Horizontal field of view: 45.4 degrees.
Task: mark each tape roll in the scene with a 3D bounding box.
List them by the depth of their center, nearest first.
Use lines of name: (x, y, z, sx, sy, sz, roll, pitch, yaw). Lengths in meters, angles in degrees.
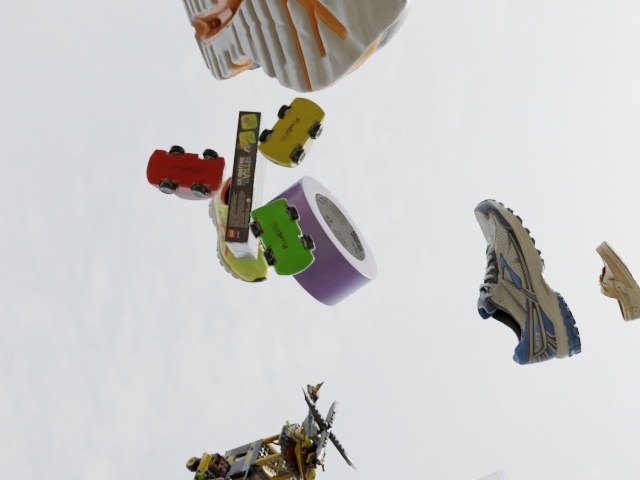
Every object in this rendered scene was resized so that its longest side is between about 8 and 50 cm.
tape roll: (0.000, 0.000, 1.159, 0.080, 0.189, 0.189, -36, -79, 15)

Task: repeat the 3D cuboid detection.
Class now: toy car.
toy car: (-0.073, -0.049, 0.952, 0.239, 0.053, 0.225, -23, -111, -8)

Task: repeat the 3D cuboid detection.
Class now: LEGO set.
LEGO set: (0.021, 0.331, 0.783, 0.192, 0.255, 0.331, -26, -73, 27)

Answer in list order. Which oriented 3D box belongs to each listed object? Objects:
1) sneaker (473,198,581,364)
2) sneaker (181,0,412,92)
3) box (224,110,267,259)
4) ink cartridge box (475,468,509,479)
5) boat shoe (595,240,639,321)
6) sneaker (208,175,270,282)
sneaker: (0.140, 0.031, 0.571, 0.058, 0.052, 0.135, -24, -114, 3)
sneaker: (-0.008, -0.128, 0.388, 0.083, 0.215, 0.084, -23, -68, -18)
box: (-0.112, -0.082, 1.184, 0.036, 0.114, 0.206, 4, -103, 3)
ink cartridge box: (0.182, 0.296, 0.778, 0.046, 0.207, 0.097, -26, -106, 10)
boat shoe: (0.493, 0.075, 1.269, 0.059, 0.063, 0.170, -32, -67, 18)
sneaker: (-0.136, -0.022, 1.301, 0.082, 0.094, 0.208, -8, -124, -32)
